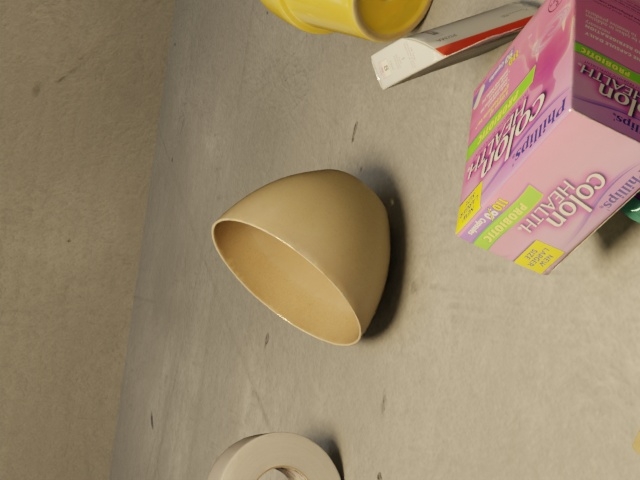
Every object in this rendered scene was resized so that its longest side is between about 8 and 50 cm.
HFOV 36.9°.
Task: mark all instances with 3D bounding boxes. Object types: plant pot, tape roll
[{"bbox_3d":[0.000,0.000,1.490,0.191,0.284,0.284,-51,16,-22],"label":"plant pot"},{"bbox_3d":[-0.074,0.414,1.511,0.072,0.219,0.219,-25,59,61],"label":"tape roll"},{"bbox_3d":[0.049,-0.434,1.527,0.239,0.254,0.254,42,121,44],"label":"plant pot"}]

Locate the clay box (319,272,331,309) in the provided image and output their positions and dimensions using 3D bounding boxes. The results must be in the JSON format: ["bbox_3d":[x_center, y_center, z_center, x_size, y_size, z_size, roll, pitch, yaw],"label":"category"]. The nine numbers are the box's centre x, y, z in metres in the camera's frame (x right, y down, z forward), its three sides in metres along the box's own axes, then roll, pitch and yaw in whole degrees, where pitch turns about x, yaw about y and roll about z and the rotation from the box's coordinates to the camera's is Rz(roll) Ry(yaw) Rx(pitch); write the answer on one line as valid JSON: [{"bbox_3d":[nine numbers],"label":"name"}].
[{"bbox_3d":[-0.005,0.036,1.684,0.127,0.053,0.222,-38,50,55],"label":"clay box"}]

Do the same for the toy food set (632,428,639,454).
[{"bbox_3d":[0.358,0.199,0.887,0.192,0.038,0.132,49,125,58],"label":"toy food set"}]

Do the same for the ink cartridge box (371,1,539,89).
[{"bbox_3d":[0.198,-0.265,1.205,0.232,0.189,0.066,-22,91,63],"label":"ink cartridge box"}]

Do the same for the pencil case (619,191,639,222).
[{"bbox_3d":[0.352,-0.085,0.964,0.070,0.064,0.152,56,133,35],"label":"pencil case"}]

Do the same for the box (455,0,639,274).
[{"bbox_3d":[0.256,-0.128,1.024,0.213,0.117,0.243,126,162,-48],"label":"box"}]
